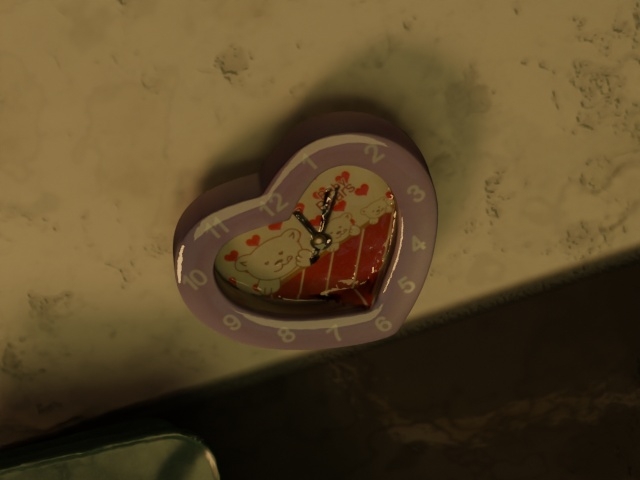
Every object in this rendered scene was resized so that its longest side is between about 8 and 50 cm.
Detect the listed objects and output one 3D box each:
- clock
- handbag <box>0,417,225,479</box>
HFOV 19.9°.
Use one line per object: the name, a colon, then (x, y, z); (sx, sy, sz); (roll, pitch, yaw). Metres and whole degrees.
clock: (0.000, 0.000, 1.313); (0.198, 0.064, 0.172); (-35, 121, 15)
handbag: (-0.172, 0.305, 1.353); (0.238, 0.089, 0.326); (-11, 98, -18)
